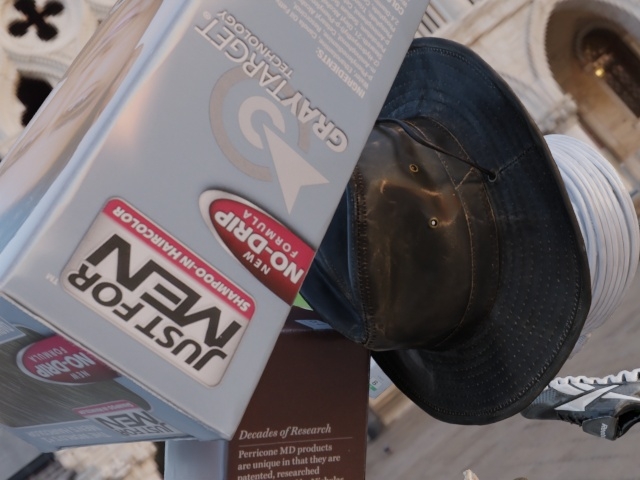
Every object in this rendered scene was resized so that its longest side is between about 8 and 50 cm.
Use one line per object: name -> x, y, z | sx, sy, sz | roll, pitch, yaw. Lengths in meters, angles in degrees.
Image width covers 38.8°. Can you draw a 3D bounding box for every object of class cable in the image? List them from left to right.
cable -> 0.281, -0.002, 1.147 | 0.089, 0.257, 0.257 | -9, -34, -29

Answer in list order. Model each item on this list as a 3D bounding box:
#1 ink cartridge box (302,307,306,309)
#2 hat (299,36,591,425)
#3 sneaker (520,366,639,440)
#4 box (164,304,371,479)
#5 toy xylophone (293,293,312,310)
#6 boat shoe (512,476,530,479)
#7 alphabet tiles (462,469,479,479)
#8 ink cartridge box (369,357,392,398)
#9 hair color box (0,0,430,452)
ink cartridge box -> -0.210, 0.010, 1.385 | 0.385, 0.279, 0.160 | -1, 38, 41
hat -> 0.052, 0.001, 0.741 | 0.134, 0.331, 0.331 | -9, -25, -38
sneaker -> 0.434, 0.271, 1.453 | 0.234, 0.078, 0.106 | -12, 47, 17
box -> -0.059, 0.255, 0.833 | 0.143, 0.381, 0.191 | 3, 1, -24
toy xylophone -> 0.000, 0.000, 1.039 | 0.236, 0.322, 0.081 | -3, 23, 46
boat shoe -> 0.263, 0.381, 1.159 | 0.056, 0.049, 0.152 | -23, 41, 45
alphabet tiles -> 0.221, 0.378, 0.927 | 0.021, 0.278, 0.284 | -27, -34, 11
ink cartridge box -> 0.146, 0.127, 1.460 | 0.224, 0.056, 0.181 | -47, 14, 28
hair color box -> -0.062, -0.080, 0.489 | 0.185, 0.113, 0.374 | -18, 40, 49
